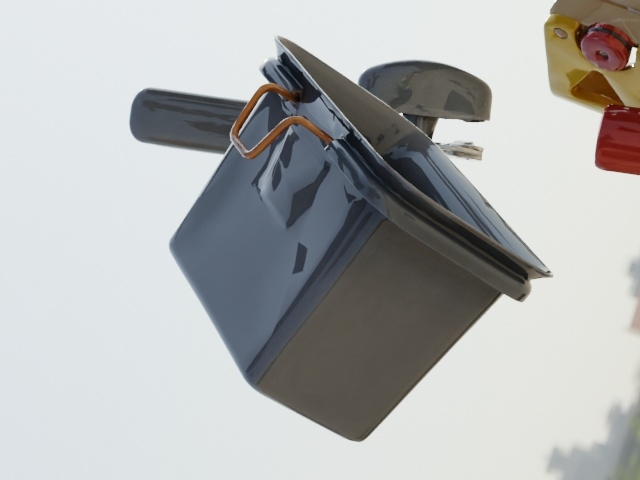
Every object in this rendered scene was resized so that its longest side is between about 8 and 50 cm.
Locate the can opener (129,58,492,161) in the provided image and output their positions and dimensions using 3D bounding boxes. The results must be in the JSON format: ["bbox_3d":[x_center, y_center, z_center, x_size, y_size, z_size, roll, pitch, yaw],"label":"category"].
[{"bbox_3d":[-0.006,-0.104,1.487,0.076,0.284,0.095,2,-83,-76],"label":"can opener"}]

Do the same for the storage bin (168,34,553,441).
[{"bbox_3d":[0.000,0.000,0.663,0.091,0.098,0.135,-52,33,10],"label":"storage bin"}]

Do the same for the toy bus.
[{"bbox_3d":[0.220,-0.094,1.005,0.104,0.191,0.202,73,-179,-58],"label":"toy bus"}]
